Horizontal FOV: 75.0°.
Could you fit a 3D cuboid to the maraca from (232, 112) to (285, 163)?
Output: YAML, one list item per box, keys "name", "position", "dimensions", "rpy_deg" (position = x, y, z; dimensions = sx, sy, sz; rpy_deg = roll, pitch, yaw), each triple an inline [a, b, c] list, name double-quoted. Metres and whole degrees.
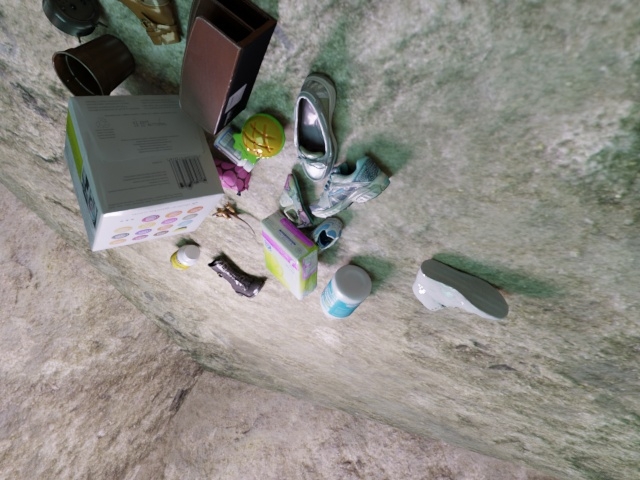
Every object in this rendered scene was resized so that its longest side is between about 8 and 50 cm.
- name: "maraca"
  position: [-0.178, -0.290, 1.198]
  dimensions: [0.186, 0.099, 0.127]
  rpy_deg: [-21, 108, 37]

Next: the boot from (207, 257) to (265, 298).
- name: "boot"
  position: [-0.404, 0.168, 1.957]
  dimensions: [0.263, 0.091, 0.229]
  rpy_deg: [-11, 129, 47]

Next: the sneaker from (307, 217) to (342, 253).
- name: "sneaker"
  position: [0.000, 0.000, 1.454]
  dimensions: [0.085, 0.086, 0.237]
  rpy_deg: [33, 147, -6]

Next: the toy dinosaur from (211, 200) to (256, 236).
- name: "toy dinosaur"
  position: [-0.340, -0.095, 1.621]
  dimensions: [0.212, 0.064, 0.112]
  rpy_deg: [21, 164, 29]

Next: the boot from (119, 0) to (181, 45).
- name: "boot"
  position: [-0.460, -0.584, 1.075]
  dimensions: [0.197, 0.072, 0.152]
  rpy_deg: [17, 147, 23]

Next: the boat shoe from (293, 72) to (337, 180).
- name: "boat shoe"
  position: [-0.021, -0.274, 1.107]
  dimensions: [0.118, 0.103, 0.320]
  rpy_deg: [22, 145, 13]

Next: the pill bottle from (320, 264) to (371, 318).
- name: "pill bottle"
  position: [0.085, 0.211, 1.600]
  dimensions: [0.146, 0.146, 0.264]
  rpy_deg: [30, 145, 1]

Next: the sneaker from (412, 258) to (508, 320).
- name: "sneaker"
  position: [0.441, 0.185, 1.352]
  dimensions: [0.293, 0.108, 0.169]
  rpy_deg: [31, 148, 16]

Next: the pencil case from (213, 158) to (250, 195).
- name: "pencil case"
  position: [-0.346, -0.225, 1.428]
  dimensions: [0.210, 0.095, 0.098]
  rpy_deg: [20, 170, 19]

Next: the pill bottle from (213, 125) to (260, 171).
- name: "pill bottle"
  position: [-0.254, -0.281, 1.294]
  dimensions: [0.137, 0.078, 0.078]
  rpy_deg: [40, 144, -14]

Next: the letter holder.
- name: "letter holder"
  position: [-0.276, -0.454, 1.032]
  dimensions: [0.215, 0.152, 0.302]
  rpy_deg: [37, 145, -5]

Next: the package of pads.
- name: "package of pads"
  position: [-0.109, 0.064, 1.541]
  dimensions: [0.229, 0.101, 0.296]
  rpy_deg: [42, 153, 25]

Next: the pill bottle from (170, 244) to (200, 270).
- name: "pill bottle"
  position: [-0.651, 0.080, 2.017]
  dimensions: [0.103, 0.103, 0.184]
  rpy_deg: [43, 144, -17]

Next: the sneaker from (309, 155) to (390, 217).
- name: "sneaker"
  position: [0.064, -0.160, 1.211]
  dimensions: [0.283, 0.110, 0.122]
  rpy_deg: [-22, 108, 41]

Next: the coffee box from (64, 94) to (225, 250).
- name: "coffee box"
  position: [-0.545, -0.201, 1.270]
  dimensions: [0.334, 0.338, 0.337]
  rpy_deg: [-31, 77, 53]

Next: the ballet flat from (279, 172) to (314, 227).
- name: "ballet flat"
  position: [-0.087, -0.118, 1.367]
  dimensions: [0.079, 0.076, 0.221]
  rpy_deg: [-23, 135, -1]

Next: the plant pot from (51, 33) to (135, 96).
- name: "plant pot"
  position: [-0.649, -0.508, 1.223]
  dimensions: [0.167, 0.165, 0.166]
  rpy_deg: [21, 144, 16]

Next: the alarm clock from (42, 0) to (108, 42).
- name: "alarm clock"
  position: [-0.678, -0.637, 1.113]
  dimensions: [0.064, 0.129, 0.192]
  rpy_deg: [-17, 124, 47]
